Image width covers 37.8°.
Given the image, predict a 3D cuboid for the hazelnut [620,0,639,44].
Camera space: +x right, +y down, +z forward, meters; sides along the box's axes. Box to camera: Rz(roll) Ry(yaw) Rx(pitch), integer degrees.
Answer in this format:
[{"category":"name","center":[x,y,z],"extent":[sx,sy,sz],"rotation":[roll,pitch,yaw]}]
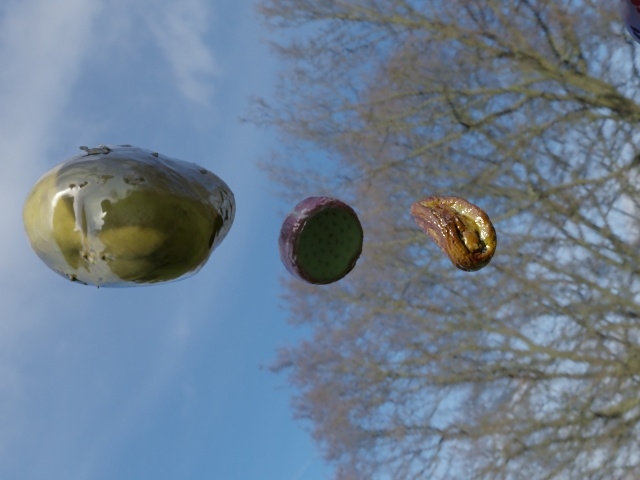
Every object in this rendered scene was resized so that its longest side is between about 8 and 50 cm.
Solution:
[{"category":"hazelnut","center":[0.383,-0.286,0.947],"extent":[0.202,0.170,0.160],"rotation":[-63,3,18]}]

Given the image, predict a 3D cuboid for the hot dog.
[{"category":"hot dog","center":[0.194,-0.019,1.369],"extent":[0.099,0.147,0.065],"rotation":[-11,-43,-31]}]

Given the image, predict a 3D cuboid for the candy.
[{"category":"candy","center":[0.000,0.000,1.059],"extent":[0.103,0.043,0.103],"rotation":[-10,-72,-33]}]

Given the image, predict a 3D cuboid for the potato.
[{"category":"potato","center":[-0.185,-0.026,0.958],"extent":[0.296,0.191,0.141],"rotation":[-1,-88,-83]}]
